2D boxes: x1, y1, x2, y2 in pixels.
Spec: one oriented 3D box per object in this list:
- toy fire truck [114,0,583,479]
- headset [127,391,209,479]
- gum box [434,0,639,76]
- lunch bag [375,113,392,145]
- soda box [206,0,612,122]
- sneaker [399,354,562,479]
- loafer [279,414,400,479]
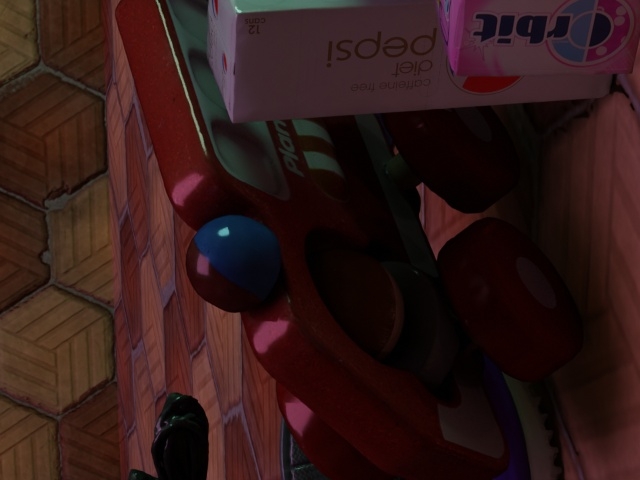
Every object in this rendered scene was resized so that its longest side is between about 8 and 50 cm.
[{"bbox_3d":[0.000,0.000,0.998,0.169,0.254,0.302,-37,51,26],"label":"toy fire truck"},{"bbox_3d":[0.047,0.206,0.840,0.394,0.243,0.185,20,127,48],"label":"headset"},{"bbox_3d":[0.065,-0.154,0.578,0.188,0.062,0.107,-98,9,-47],"label":"gum box"},{"bbox_3d":[0.020,-0.099,1.357,0.098,0.067,0.065,101,160,-55],"label":"lunch bag"},{"bbox_3d":[0.050,-0.116,0.928,0.074,0.216,0.069,-112,21,-52],"label":"soda box"},{"bbox_3d":[0.073,0.200,1.084,0.102,0.146,0.293,151,113,-75],"label":"sneaker"},{"bbox_3d":[0.024,0.224,1.382,0.095,0.109,0.302,130,131,-76],"label":"loafer"}]
